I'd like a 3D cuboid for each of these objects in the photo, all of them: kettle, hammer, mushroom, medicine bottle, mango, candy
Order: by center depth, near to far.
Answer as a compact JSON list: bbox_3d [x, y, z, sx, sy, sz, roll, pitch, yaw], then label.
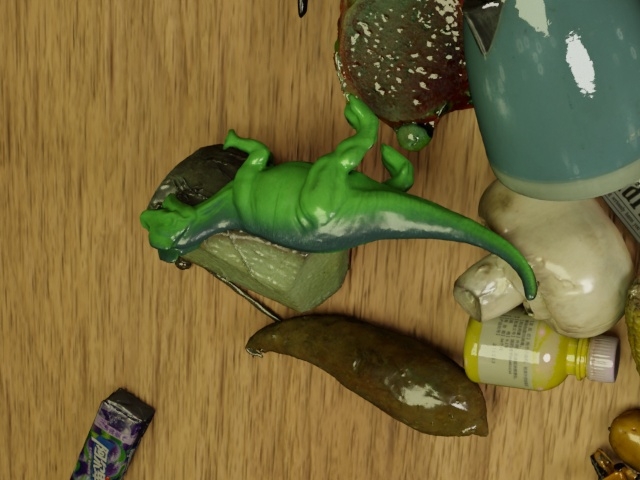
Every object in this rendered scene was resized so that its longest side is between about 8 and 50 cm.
[{"bbox_3d":[0.316,-0.274,1.448,0.247,0.319,0.342,28,150,48],"label":"kettle"},{"bbox_3d":[0.294,0.035,1.594,0.234,0.260,0.254,-32,108,5],"label":"mushroom"},{"bbox_3d":[0.326,0.161,1.702,0.213,0.122,0.121,5,108,21],"label":"medicine bottle"},{"bbox_3d":[0.476,0.303,1.715,0.114,0.060,0.080,39,120,4],"label":"mango"},{"bbox_3d":[-0.116,0.100,1.931,0.292,0.029,0.058,37,118,7],"label":"hammer"},{"bbox_3d":[-0.399,0.412,2.127,0.088,0.061,0.312,31,116,9],"label":"candy"}]

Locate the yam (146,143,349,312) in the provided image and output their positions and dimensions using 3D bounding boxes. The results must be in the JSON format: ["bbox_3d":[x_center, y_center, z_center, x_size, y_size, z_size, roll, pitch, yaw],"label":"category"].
[{"bbox_3d":[-0.088,-0.021,1.784,0.271,0.202,0.201,32,76,19],"label":"yam"}]

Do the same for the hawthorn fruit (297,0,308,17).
[{"bbox_3d":[-0.029,-0.484,1.568,0.285,0.285,0.368,11,113,20],"label":"hawthorn fruit"}]

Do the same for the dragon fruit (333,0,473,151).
[{"bbox_3d":[0.137,-0.277,1.633,0.269,0.130,0.295,11,116,18],"label":"dragon fruit"}]

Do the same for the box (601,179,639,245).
[{"bbox_3d":[0.474,-0.049,1.621,0.115,0.036,0.177,-40,87,27],"label":"box"}]

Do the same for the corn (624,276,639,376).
[{"bbox_3d":[0.493,0.170,1.559,0.131,0.131,0.344,-10,133,26],"label":"corn"}]

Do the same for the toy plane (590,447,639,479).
[{"bbox_3d":[0.506,0.466,1.729,0.103,0.204,0.316,-34,109,-10],"label":"toy plane"}]

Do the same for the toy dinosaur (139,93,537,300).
[{"bbox_3d":[0.000,0.000,1.550,0.375,0.144,0.500,-34,49,-8],"label":"toy dinosaur"}]

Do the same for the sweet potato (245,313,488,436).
[{"bbox_3d":[0.075,0.196,1.821,0.423,0.130,0.130,20,113,21],"label":"sweet potato"}]
